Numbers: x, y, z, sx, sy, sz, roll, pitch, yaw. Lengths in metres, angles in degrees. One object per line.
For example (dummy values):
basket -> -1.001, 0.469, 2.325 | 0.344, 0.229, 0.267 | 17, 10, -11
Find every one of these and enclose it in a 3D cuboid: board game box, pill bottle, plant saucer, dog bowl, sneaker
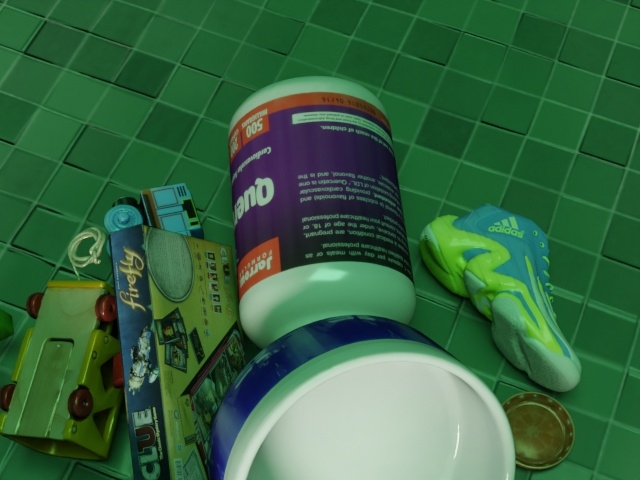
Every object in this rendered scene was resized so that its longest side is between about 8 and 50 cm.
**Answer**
board game box -> -0.128, 0.116, 1.039 | 0.042, 0.165, 0.243 | -13, 76, 23
pill bottle -> 0.000, 0.000, 1.129 | 0.182, 0.181, 0.322 | -4, 61, -3
plant saucer -> 0.220, 0.198, 1.119 | 0.084, 0.013, 0.083 | 1, 60, -1
dog bowl -> 0.035, 0.204, 0.972 | 0.265, 0.264, 0.104 | -21, 22, -12
sneaker -> 0.220, 0.045, 1.160 | 0.126, 0.091, 0.240 | -32, 65, -18

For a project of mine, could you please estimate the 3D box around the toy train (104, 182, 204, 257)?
toy train -> -0.171, 0.026, 1.174 | 0.105, 0.080, 0.184 | -13, 61, -15

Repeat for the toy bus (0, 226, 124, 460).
toy bus -> -0.244, 0.124, 1.097 | 0.202, 0.104, 0.191 | -39, 55, 1
